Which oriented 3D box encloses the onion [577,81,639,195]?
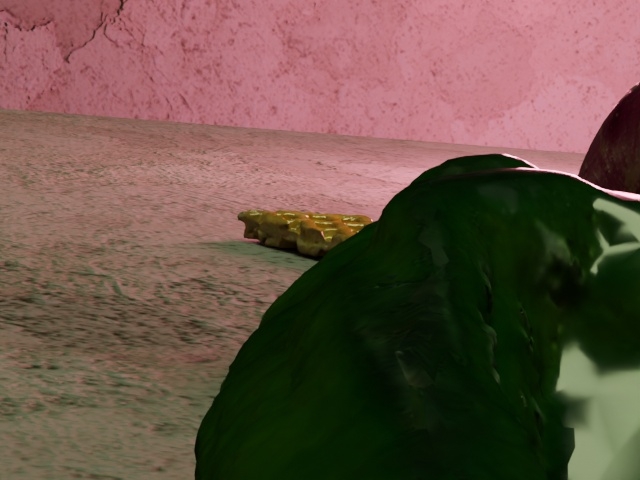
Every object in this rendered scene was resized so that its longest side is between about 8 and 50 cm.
[{"bbox_3d":[0.234,0.009,1.008,0.207,0.201,0.200,35,13,7],"label":"onion"}]

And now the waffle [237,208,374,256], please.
[{"bbox_3d":[0.000,0.000,1.453,0.125,0.032,0.191,6,6,-8],"label":"waffle"}]

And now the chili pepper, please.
[{"bbox_3d":[0.063,0.063,0.569,0.213,0.168,0.385,1,13,2],"label":"chili pepper"}]
